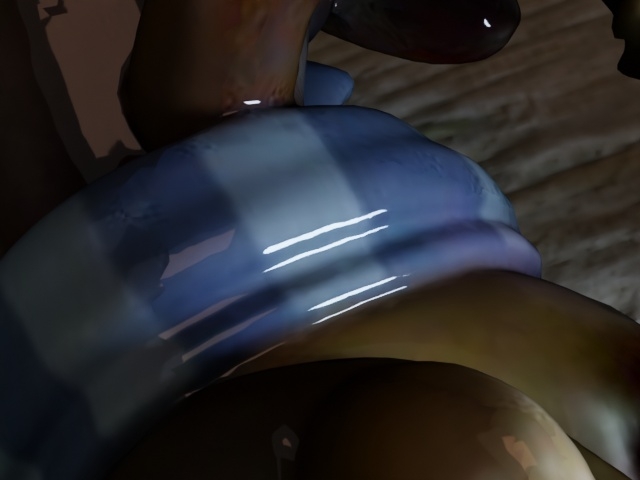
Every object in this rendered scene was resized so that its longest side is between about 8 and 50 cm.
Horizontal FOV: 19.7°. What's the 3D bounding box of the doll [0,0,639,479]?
[{"bbox_3d":[0.003,0.000,0.484,0.209,0.318,0.340,10,39,-41],"label":"doll"}]
